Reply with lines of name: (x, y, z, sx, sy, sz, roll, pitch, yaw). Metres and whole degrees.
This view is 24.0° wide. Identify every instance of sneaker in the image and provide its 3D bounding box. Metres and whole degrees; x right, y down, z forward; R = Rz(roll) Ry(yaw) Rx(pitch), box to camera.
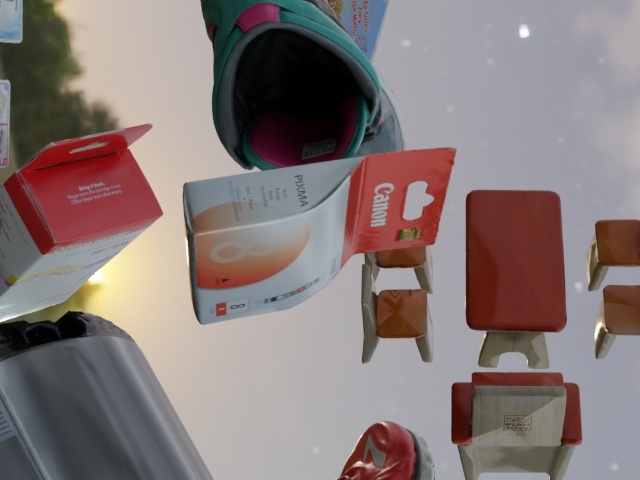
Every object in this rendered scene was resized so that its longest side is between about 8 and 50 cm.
sneaker: (0.002, 0.228, 1.214, 0.107, 0.118, 0.279, -41, -171, 41)
sneaker: (0.000, -0.095, 1.141, 0.295, 0.124, 0.178, 55, 17, -41)

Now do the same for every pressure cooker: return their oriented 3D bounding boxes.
pressure cooker: (-0.248, 0.324, 1.355, 0.375, 0.370, 0.420, 1, 52, -58)

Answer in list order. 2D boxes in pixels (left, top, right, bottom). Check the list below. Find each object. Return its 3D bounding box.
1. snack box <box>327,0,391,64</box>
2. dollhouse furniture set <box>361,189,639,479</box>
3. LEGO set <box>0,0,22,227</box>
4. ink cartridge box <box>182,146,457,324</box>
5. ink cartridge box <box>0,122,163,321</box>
snack box: (0.027, -0.202, 1.414, 0.022, 0.064, 0.178, -140, -114, -88)
dollhouse furniture set: (0.160, 0.057, 1.234, 0.135, 0.262, 0.259, 84, 7, -50)
LEGO set: (-0.286, -0.118, 1.208, 0.182, 0.060, 0.244, -7, 101, -64)
ink cartridge box: (0.000, 0.000, 1.009, 0.145, 0.179, 0.045, 95, -12, -63)
ink cartridge box: (-0.242, -0.011, 1.374, 0.231, 0.134, 0.078, -37, -103, 41)
